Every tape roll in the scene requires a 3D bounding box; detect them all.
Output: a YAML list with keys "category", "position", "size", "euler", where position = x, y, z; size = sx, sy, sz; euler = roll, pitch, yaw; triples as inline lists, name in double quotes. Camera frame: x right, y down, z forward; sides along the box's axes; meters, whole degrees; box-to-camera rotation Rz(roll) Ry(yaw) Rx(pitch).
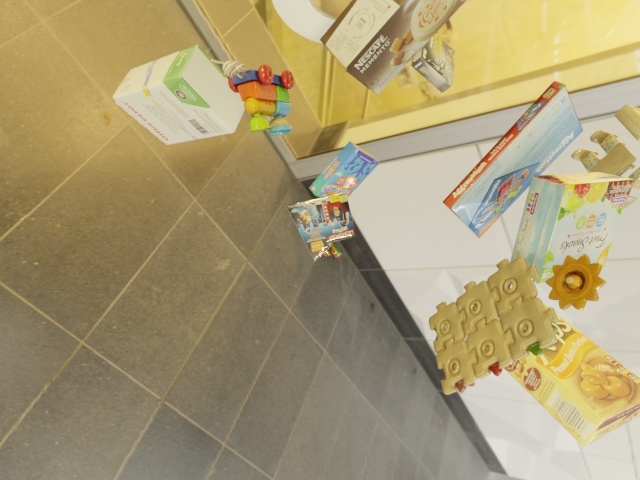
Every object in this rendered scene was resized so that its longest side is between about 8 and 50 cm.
- category: "tape roll"
  position: [0.065, -0.637, 1.059]
  size: [0.392, 0.392, 0.071]
  euler: [22, 59, -51]

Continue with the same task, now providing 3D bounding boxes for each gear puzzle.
- category: "gear puzzle"
  position: [0.318, 0.126, 0.739]
  size: [0.044, 0.339, 0.175]
  euler: [19, 46, -24]

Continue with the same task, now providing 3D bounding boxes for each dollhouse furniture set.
- category: "dollhouse furniture set"
  position: [0.870, -0.252, 1.281]
  size: [0.161, 0.242, 0.212]
  euler: [5, 50, -25]

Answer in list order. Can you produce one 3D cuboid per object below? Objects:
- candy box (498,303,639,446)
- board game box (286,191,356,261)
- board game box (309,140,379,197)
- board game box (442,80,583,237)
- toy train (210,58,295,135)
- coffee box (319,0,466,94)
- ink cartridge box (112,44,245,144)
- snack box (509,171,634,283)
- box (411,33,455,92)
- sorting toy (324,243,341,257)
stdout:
- category: "candy box"
  position: [0.513, 0.264, 0.962]
  size: [0.183, 0.316, 0.087]
  euler: [-10, 127, -26]
- category: "board game box"
  position: [0.006, -0.039, 1.402]
  size: [0.060, 0.194, 0.194]
  euler: [-151, -132, -86]
- category: "board game box"
  position: [0.084, -0.224, 1.506]
  size: [0.160, 0.210, 0.047]
  euler: [13, 36, -53]
- category: "board game box"
  position: [0.365, -0.141, 0.829]
  size: [0.281, 0.027, 0.145]
  euler: [-48, 133, 10]
- category: "toy train"
  position: [-0.149, -0.305, 0.971]
  size: [0.248, 0.105, 0.143]
  euler: [-22, 106, -59]
- category: "coffee box"
  position: [0.138, -0.412, 0.811]
  size: [0.141, 0.246, 0.098]
  euler: [9, 42, -57]
- category: "ink cartridge box"
  position: [-0.372, -0.374, 1.169]
  size: [0.201, 0.278, 0.117]
  euler: [44, 55, -47]
- category: "snack box"
  position: [0.442, -0.027, 0.777]
  size: [0.207, 0.070, 0.174]
  euler: [-6, 114, -29]
- category: "box"
  position: [0.459, -0.736, 1.772]
  size: [0.183, 0.056, 0.231]
  euler: [30, 56, -24]
- category: "sorting toy"
  position: [0.000, 0.000, 1.694]
  size: [0.046, 0.274, 0.132]
  euler: [-35, 100, -6]
